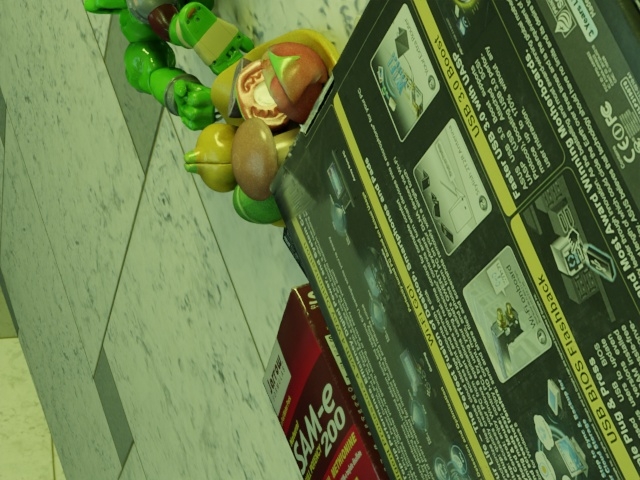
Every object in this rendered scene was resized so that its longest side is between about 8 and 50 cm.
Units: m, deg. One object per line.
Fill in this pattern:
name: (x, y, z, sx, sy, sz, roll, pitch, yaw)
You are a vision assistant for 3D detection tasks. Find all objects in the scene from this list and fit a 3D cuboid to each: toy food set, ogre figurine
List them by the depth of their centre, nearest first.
toy food set: (-0.036, -0.070, 0.763, 0.218, 0.071, 0.128, -7, 91, 62)
ogre figurine: (-0.117, -0.186, 0.894, 0.118, 0.097, 0.197, 7, 122, 54)

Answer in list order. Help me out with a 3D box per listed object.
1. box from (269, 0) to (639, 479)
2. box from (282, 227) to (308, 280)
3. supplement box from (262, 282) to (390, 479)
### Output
box: (0.120, 0.069, 0.472, 0.395, 0.097, 0.318, 67, 154, 18)
box: (0.000, 0.000, 0.822, 0.067, 0.018, 0.083, 97, 150, -42)
supplement box: (0.046, 0.150, 0.731, 0.130, 0.073, 0.239, 108, 142, -54)
